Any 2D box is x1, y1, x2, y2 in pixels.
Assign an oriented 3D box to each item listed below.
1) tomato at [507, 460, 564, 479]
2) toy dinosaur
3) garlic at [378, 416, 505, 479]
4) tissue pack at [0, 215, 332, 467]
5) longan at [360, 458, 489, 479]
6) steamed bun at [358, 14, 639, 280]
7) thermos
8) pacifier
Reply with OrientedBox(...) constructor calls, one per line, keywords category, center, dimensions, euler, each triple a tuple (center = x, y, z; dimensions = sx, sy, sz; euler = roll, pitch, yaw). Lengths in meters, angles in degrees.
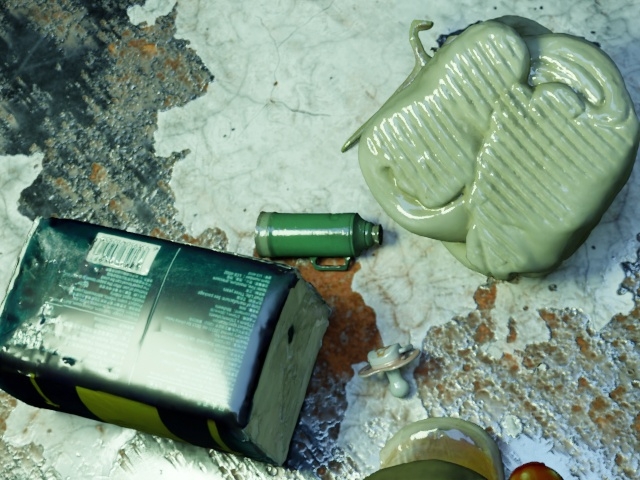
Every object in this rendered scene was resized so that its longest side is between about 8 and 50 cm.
OrientedBox(category="tomato", center=(0.284, 0.335, 1.675), dimensions=(0.087, 0.087, 0.075), euler=(-24, 45, 4))
OrientedBox(category="toy dinosaur", center=(0.160, -0.237, 1.966), dimensions=(0.251, 0.072, 0.200), euler=(2, 79, 5))
OrientedBox(category="garlic", center=(0.152, 0.306, 1.725), dimensions=(0.198, 0.090, 0.129), euler=(-2, 79, 9))
OrientedBox(category="tissue pack", center=(-0.223, 0.141, 1.800), dimensions=(0.416, 0.253, 0.264), euler=(10, 71, 19))
OrientedBox(category="longan", center=(0.158, 0.427, 1.564), dimensions=(0.350, 0.288, 0.288), euler=(21, 74, 19))
OrientedBox(category="steamed bun", center=(0.275, -0.143, 1.790), dimensions=(0.342, 0.255, 0.367), euler=(47, 115, 2))
OrientedBox(category="thermos", center=(-0.001, -0.004, 1.904), dimensions=(0.187, 0.073, 0.083), euler=(0, 66, 15))
OrientedBox(category="pacifier", center=(0.106, 0.187, 1.806), dimensions=(0.099, 0.081, 0.078), euler=(-21, 95, 32))
